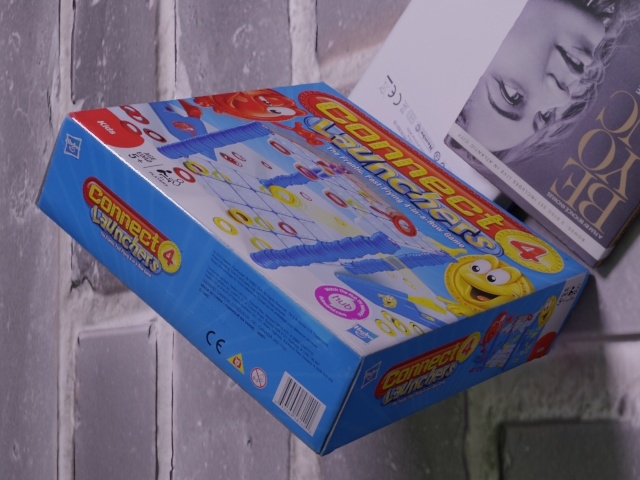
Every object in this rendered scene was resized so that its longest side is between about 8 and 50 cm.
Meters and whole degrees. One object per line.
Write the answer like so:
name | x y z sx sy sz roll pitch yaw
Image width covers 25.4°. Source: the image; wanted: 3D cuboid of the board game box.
board game box | 0.000 0.000 1.082 0.308 0.302 0.086 38 121 26

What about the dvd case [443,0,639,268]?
dvd case | 0.205 -0.112 1.075 0.164 0.018 0.221 43 124 21

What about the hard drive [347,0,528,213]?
hard drive | 0.132 -0.136 1.205 0.318 0.040 0.210 -55 47 33
